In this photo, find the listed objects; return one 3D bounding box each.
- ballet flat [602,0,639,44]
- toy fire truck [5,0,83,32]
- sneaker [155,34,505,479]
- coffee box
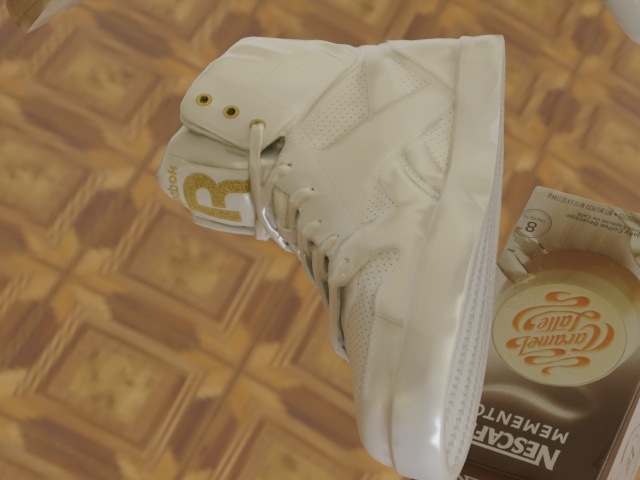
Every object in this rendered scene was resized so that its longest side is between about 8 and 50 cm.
[{"bbox_3d":[0.238,-0.233,0.845,0.139,0.139,0.400,40,56,12],"label":"ballet flat"},{"bbox_3d":[-0.119,-0.116,0.519,0.217,0.246,0.158,-21,44,-8],"label":"toy fire truck"},{"bbox_3d":[0.000,0.000,0.887,0.169,0.108,0.292,3,38,6],"label":"sneaker"},{"bbox_3d":[0.178,0.095,1.342,0.141,0.098,0.246,16,56,21],"label":"coffee box"}]
